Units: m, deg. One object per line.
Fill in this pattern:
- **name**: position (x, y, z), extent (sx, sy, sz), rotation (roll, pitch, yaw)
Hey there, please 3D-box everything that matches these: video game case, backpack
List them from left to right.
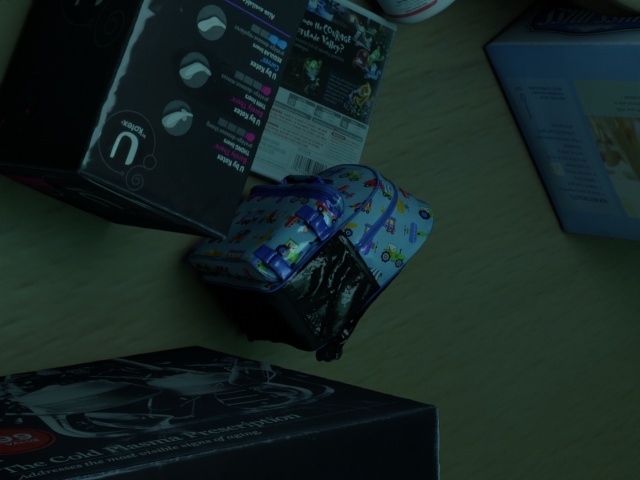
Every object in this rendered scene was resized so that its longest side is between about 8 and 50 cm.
- **video game case**: position (-0.030, -0.138, 1.429), extent (0.190, 0.022, 0.173), rotation (21, 82, -36)
- **backpack**: position (0.000, 0.000, 1.377), extent (0.173, 0.158, 0.117), rotation (-45, 114, -18)

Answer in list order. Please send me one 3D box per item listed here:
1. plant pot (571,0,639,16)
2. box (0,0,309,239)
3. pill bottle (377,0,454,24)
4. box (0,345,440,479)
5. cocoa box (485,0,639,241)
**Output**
- **plant pot**: position (0.213, -0.320, 1.460), extent (0.263, 0.229, 0.263), rotation (-2, 93, -35)
- **box**: position (-0.124, -0.154, 1.263), extent (0.143, 0.165, 0.270), rotation (25, 79, -37)
- **pill bottle**: position (0.057, -0.272, 1.440), extent (0.087, 0.087, 0.160), rotation (-49, 121, -23)
- **box**: position (-0.141, 0.201, 1.195), extent (0.343, 0.312, 0.178), rotation (-6, 98, -38)
- **cocoa box**: position (0.372, -0.141, 1.531), extent (0.228, 0.347, 0.231), rotation (-40, 117, -27)
